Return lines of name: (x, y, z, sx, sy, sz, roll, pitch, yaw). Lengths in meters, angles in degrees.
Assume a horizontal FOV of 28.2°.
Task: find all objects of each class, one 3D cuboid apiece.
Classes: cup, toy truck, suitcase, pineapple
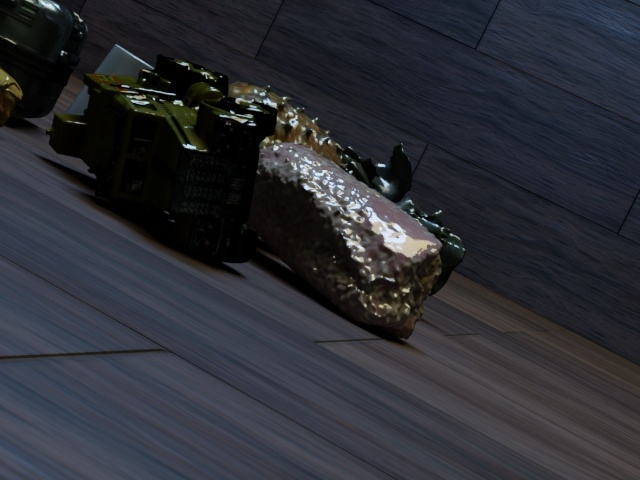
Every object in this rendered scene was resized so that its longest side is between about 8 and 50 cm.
cup: (-0.209, -0.135, 1.349, 0.104, 0.116, 0.074, 33, 2, -23)
toy truck: (-0.127, -0.074, 1.013, 0.127, 0.127, 0.257, 7, 13, -29)
suitcase: (-0.391, -0.233, 1.266, 0.312, 0.128, 0.202, 26, 3, -5)
pineapple: (0.010, -0.044, 1.300, 0.310, 0.170, 0.141, 30, 30, -23)

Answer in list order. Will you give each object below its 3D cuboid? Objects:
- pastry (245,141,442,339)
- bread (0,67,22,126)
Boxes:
pastry: (0.002, -0.013, 1.107, 0.102, 0.112, 0.265, 7, 15, -45)
bread: (-0.313, -0.137, 1.051, 0.132, 0.053, 0.074, 20, 7, -46)
